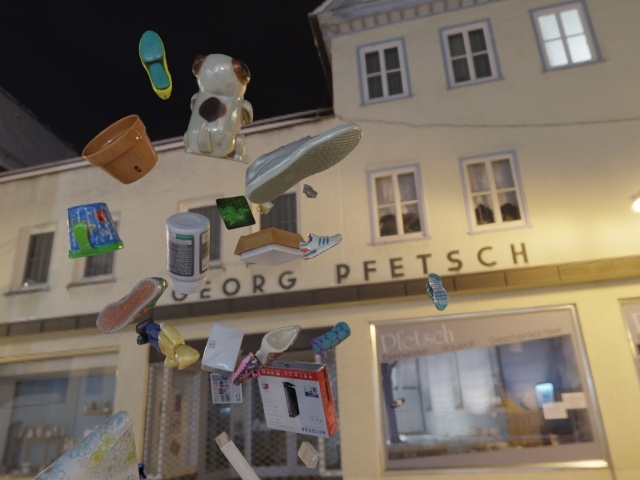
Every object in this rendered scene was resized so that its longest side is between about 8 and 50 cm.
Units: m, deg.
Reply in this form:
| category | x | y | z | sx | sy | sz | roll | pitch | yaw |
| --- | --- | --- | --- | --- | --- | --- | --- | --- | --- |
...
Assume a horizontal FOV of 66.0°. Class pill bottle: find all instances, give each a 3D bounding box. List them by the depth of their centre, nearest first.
| category | x | y | z | sx | sy | sz | roll | pitch | yaw |
| --- | --- | --- | --- | --- | --- | --- | --- | --- | --- |
| pill bottle | -0.637 | 0.064 | 2.368 | 0.204 | 0.204 | 0.360 | 2 | -62 | -13 |

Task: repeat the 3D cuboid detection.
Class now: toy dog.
| category | x | y | z | sx | sy | sz | roll | pitch | yaw |
| --- | --- | --- | --- | --- | --- | --- | --- | --- | --- |
| toy dog | -0.425 | -0.539 | 1.983 | 0.285 | 0.407 | 0.395 | 10 | 6 | 12 |

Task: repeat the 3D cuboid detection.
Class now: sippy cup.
| category | x | y | z | sx | sy | sz | roll | pitch | yaw |
| --- | --- | --- | --- | --- | --- | --- | --- | --- | --- |
| sippy cup | -1.023 | -0.050 | 2.206 | 0.240 | 0.223 | 0.306 | -15 | 7 | -43 |

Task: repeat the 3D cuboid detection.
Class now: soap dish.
| category | x | y | z | sx | sy | sz | roll | pitch | yaw |
| --- | --- | --- | --- | --- | --- | --- | --- | --- | --- |
| soap dish | -0.224 | 0.030 | 2.291 | 0.229 | 0.118 | 0.291 | -18 | -17 | 29 |

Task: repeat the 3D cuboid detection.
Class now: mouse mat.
| category | x | y | z | sx | sy | sz | roll | pitch | yaw |
| --- | --- | --- | --- | --- | --- | --- | --- | --- | --- |
| mouse mat | -0.384 | -0.130 | 2.251 | 0.007 | 0.152 | 0.190 | -27 | -6 | 38 |

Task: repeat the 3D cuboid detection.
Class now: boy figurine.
| category | x | y | z | sx | sy | sz | roll | pitch | yaw |
| --- | --- | --- | --- | --- | --- | --- | --- | --- | --- |
| boy figurine | -0.545 | 0.386 | 1.768 | 0.285 | 0.177 | 0.092 | 22 | 27 | 35 |

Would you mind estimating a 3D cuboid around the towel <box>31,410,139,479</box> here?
| category | x | y | z | sx | sy | sz | roll | pitch | yaw |
| --- | --- | --- | --- | --- | --- | --- | --- | --- | --- |
| towel | -0.636 | 0.691 | 1.327 | 0.090 | 0.374 | 0.320 | 17 | 30 | 19 |

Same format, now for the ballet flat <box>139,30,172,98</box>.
| category | x | y | z | sx | sy | sz | roll | pitch | yaw |
| --- | --- | --- | --- | --- | --- | --- | --- | --- | --- |
| ballet flat | -0.516 | -0.545 | 1.549 | 0.077 | 0.230 | 0.077 | -16 | -17 | -10 |

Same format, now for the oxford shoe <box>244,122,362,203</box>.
| category | x | y | z | sx | sy | sz | roll | pitch | yaw |
| --- | --- | --- | --- | --- | --- | --- | --- | --- | --- |
| oxford shoe | -0.072 | -0.285 | 1.665 | 0.450 | 0.130 | 0.169 | -29 | -30 | 9 |

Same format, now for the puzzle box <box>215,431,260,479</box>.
| category | x | y | z | sx | sy | sz | roll | pitch | yaw |
| --- | --- | --- | --- | --- | --- | --- | --- | --- | --- |
| puzzle box | -0.265 | 0.942 | 1.924 | 0.052 | 0.408 | 0.272 | -36 | -2 | -22 |

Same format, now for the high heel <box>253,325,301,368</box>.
| category | x | y | z | sx | sy | sz | roll | pitch | yaw |
| --- | --- | --- | --- | --- | --- | --- | --- | --- | --- |
| high heel | -0.166 | 0.409 | 1.914 | 0.261 | 0.093 | 0.186 | -36 | -17 | 4 |

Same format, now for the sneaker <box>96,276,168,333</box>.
| category | x | y | z | sx | sy | sz | roll | pitch | yaw |
| --- | --- | --- | --- | --- | --- | --- | --- | --- | --- |
| sneaker | -0.687 | 0.242 | 1.827 | 0.302 | 0.108 | 0.121 | -36 | -8 | 10 |

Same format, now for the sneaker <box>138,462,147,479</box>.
| category | x | y | z | sx | sy | sz | roll | pitch | yaw |
| --- | --- | --- | --- | --- | --- | --- | --- | --- | --- |
| sneaker | -0.626 | 0.827 | 1.681 | 0.058 | 0.135 | 0.052 | -23 | -40 | 14 |

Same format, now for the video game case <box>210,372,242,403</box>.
| category | x | y | z | sx | sy | sz | roll | pitch | yaw |
| --- | --- | --- | --- | --- | --- | --- | --- | --- | --- |
| video game case | -0.455 | 0.715 | 2.386 | 0.143 | 0.157 | 0.019 | -1 | 13 | 2 |

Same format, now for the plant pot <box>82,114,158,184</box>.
| category | x | y | z | sx | sy | sz | roll | pitch | yaw |
| --- | --- | --- | --- | --- | --- | --- | --- | --- | --- |
| plant pot | -0.859 | -0.385 | 2.167 | 0.291 | 0.290 | 0.203 | -13 | -49 | 25 |

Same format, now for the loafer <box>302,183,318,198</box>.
| category | x | y | z | sx | sy | sz | roll | pitch | yaw |
| --- | --- | --- | --- | --- | --- | --- | --- | --- | --- |
| loafer | -0.042 | -0.186 | 1.949 | 0.045 | 0.125 | 0.039 | 17 | -71 | -24 |

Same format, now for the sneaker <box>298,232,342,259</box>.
| category | x | y | z | sx | sy | sz | roll | pitch | yaw |
| --- | --- | --- | --- | --- | --- | --- | --- | --- | --- |
| sneaker | 0.000 | 0.000 | 1.634 | 0.161 | 0.075 | 0.057 | -29 | 3 | -25 |

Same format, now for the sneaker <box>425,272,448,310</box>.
| category | x | y | z | sx | sy | sz | roll | pitch | yaw |
| --- | --- | --- | --- | --- | --- | --- | --- | --- | --- |
| sneaker | 0.459 | 0.214 | 1.955 | 0.065 | 0.166 | 0.076 | 3 | -40 | -11 |

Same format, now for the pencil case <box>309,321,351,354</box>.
| category | x | y | z | sx | sy | sz | roll | pitch | yaw |
| --- | --- | --- | --- | --- | --- | --- | --- | --- | --- |
| pencil case | 0.039 | 0.359 | 1.814 | 0.152 | 0.070 | 0.064 | -26 | -36 | -36 |

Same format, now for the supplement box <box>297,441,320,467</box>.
| category | x | y | z | sx | sy | sz | roll | pitch | yaw |
| --- | --- | --- | --- | --- | --- | --- | --- | --- | --- |
| supplement box | -0.050 | 0.905 | 2.080 | 0.036 | 0.062 | 0.098 | 23 | 2 | -35 |

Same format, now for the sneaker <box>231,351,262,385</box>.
| category | x | y | z | sx | sy | sz | roll | pitch | yaw |
| --- | --- | --- | --- | --- | --- | --- | --- | --- | --- |
| sneaker | -0.183 | 0.337 | 1.245 | 0.057 | 0.047 | 0.119 | 33 | -54 | 2 |

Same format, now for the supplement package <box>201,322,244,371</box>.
| category | x | y | z | sx | sy | sz | roll | pitch | yaw |
| --- | --- | --- | --- | --- | --- | --- | --- | --- | --- |
| supplement package | -0.454 | 0.511 | 2.286 | 0.149 | 0.194 | 0.203 | 16 | -25 | -7 |

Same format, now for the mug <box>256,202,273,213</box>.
| category | x | y | z | sx | sy | sz | roll | pitch | yaw |
| --- | --- | --- | --- | --- | --- | --- | --- | --- | --- |
| mug | -0.276 | -0.171 | 2.413 | 0.062 | 0.064 | 0.078 | -47 | 1 | 24 |

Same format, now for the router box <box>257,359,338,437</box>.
| category | x | y | z | sx | sy | sz | roll | pitch | yaw |
| --- | --- | --- | --- | --- | --- | --- | --- | --- | --- |
| router box | -0.106 | 0.684 | 2.154 | 0.336 | 0.301 | 0.082 | -6 | 9 | 33 |
